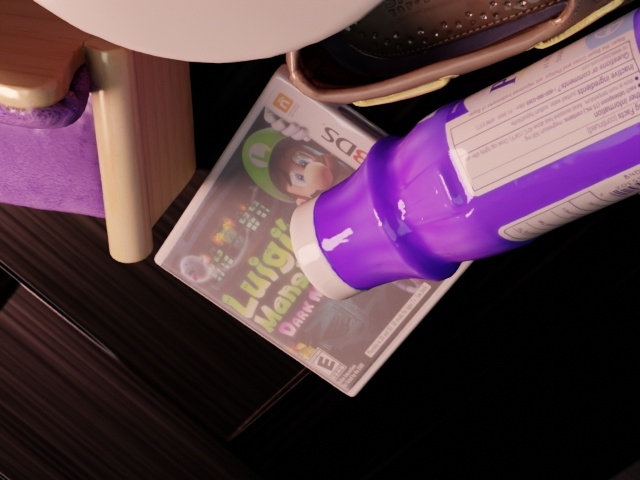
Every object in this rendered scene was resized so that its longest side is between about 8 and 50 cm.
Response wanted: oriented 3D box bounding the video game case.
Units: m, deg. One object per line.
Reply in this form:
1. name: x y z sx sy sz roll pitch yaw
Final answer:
1. video game case: 0.000 0.000 0.920 0.173 0.022 0.190 35 128 -3

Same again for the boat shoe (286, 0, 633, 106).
1. boat shoe: 0.120 -0.160 0.718 0.324 0.097 0.116 -21 112 32

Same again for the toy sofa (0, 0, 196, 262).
1. toy sofa: -0.273 -0.088 0.874 0.362 0.177 0.150 9 124 15

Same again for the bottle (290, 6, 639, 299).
1. bottle: 0.110 -0.045 0.780 0.283 0.118 0.092 -26 86 31

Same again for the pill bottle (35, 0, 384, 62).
1. pill bottle: 0.022 -0.230 0.515 0.229 0.407 0.229 11 125 15
